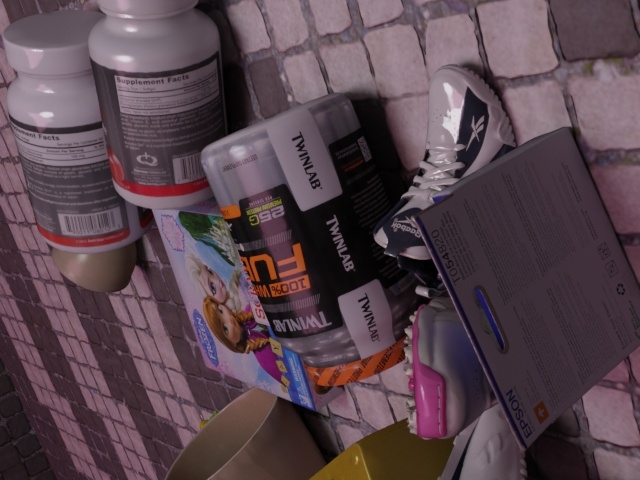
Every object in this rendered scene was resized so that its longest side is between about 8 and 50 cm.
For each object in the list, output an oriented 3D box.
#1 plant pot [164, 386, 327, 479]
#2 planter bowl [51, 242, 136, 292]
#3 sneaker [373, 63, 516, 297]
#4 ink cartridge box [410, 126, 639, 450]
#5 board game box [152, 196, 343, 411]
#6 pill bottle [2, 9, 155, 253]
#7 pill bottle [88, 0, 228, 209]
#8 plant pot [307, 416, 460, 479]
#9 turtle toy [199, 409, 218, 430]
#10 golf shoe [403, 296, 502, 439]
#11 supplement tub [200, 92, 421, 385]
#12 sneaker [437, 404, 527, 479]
[{"bbox_3d":[-0.079,0.425,1.397,0.274,0.256,0.256,49,148,-11],"label":"plant pot"},{"bbox_3d":[-0.426,0.008,1.620,0.162,0.162,0.109,44,117,24],"label":"planter bowl"},{"bbox_3d":[0.117,-0.048,0.845,0.094,0.153,0.235,21,129,43],"label":"sneaker"},{"bbox_3d":[0.189,0.036,0.748,0.045,0.224,0.223,-18,98,55],"label":"ink cartridge box"},{"bbox_3d":[-0.124,0.089,1.340,0.318,0.066,0.319,8,120,50],"label":"board game box"},{"bbox_3d":[-0.396,-0.177,1.379,0.210,0.210,0.363,30,135,38],"label":"pill bottle"},{"bbox_3d":[-0.221,-0.218,1.148,0.176,0.176,0.319,31,136,37],"label":"pill bottle"},{"bbox_3d":[0.102,0.333,1.012,0.212,0.187,0.212,-49,49,40],"label":"plant pot"},{"bbox_3d":[-0.174,0.386,1.620,0.095,0.066,0.130,-15,102,55],"label":"turtle toy"},{"bbox_3d":[0.158,0.112,0.808,0.140,0.306,0.115,-1,97,15],"label":"golf shoe"},{"bbox_3d":[0.000,0.000,0.998,0.193,0.193,0.316,-10,106,55],"label":"supplement tub"},{"bbox_3d":[0.189,0.251,0.920,0.094,0.235,0.090,17,146,19],"label":"sneaker"}]
